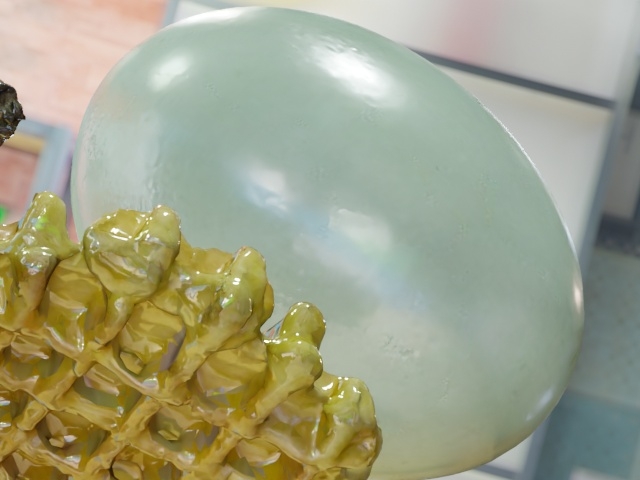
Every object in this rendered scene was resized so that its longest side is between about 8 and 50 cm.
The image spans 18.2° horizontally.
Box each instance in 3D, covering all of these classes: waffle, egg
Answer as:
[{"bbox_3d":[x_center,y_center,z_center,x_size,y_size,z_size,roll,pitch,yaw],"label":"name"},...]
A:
[{"bbox_3d":[-0.070,0.056,0.597,0.191,0.038,0.191,5,-42,4],"label":"waffle"},{"bbox_3d":[0.000,0.000,0.969,0.282,0.203,0.203,34,2,26],"label":"egg"}]

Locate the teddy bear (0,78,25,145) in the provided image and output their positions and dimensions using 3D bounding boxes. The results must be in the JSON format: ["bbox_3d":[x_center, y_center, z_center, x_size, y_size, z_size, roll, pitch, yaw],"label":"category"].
[{"bbox_3d":[-0.155,-0.073,0.678,0.119,0.078,0.160,33,-17,-2],"label":"teddy bear"}]
